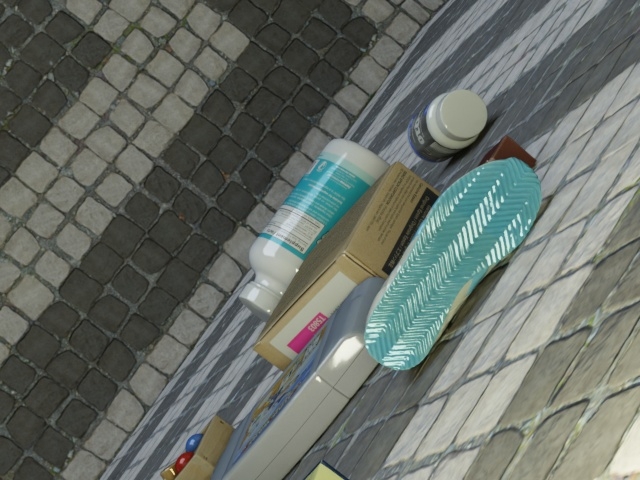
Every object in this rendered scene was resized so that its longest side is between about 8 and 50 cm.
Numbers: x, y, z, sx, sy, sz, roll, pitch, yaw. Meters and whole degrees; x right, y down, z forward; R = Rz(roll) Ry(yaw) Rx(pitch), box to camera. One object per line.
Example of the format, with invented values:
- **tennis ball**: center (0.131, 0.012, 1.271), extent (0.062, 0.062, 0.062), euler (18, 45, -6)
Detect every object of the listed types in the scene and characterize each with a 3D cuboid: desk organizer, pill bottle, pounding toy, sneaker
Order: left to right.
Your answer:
- **pounding toy**: center (-0.163, 0.297, 2.013), extent (0.141, 0.100, 0.130), euler (-50, 6, 21)
- **pill bottle**: center (0.000, 0.000, 2.303), extent (0.264, 0.146, 0.146), euler (-54, 6, -10)
- **sneaker**: center (0.117, 0.015, 1.562), extent (0.229, 0.087, 0.092), euler (-51, 4, 2)
- **pill bottle**: center (0.170, -0.154, 2.221), extent (0.078, 0.078, 0.137), euler (-54, 6, -16)
- **desk organizer**: center (0.169, -0.052, 1.756), extent (0.050, 0.047, 0.130), euler (-54, 5, -39)

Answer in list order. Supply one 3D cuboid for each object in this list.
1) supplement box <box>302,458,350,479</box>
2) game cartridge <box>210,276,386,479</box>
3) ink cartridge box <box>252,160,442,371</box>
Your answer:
- **supplement box**: center (-0.008, 0.238, 1.339), extent (0.083, 0.056, 0.083), euler (-50, 6, 22)
- **game cartridge**: center (-0.026, 0.184, 1.852), extent (0.297, 0.062, 0.198), euler (-51, 2, 20)
- **ink cartridge box**: center (0.035, 0.041, 2.051), extent (0.235, 0.088, 0.193), euler (-46, 10, 44)
